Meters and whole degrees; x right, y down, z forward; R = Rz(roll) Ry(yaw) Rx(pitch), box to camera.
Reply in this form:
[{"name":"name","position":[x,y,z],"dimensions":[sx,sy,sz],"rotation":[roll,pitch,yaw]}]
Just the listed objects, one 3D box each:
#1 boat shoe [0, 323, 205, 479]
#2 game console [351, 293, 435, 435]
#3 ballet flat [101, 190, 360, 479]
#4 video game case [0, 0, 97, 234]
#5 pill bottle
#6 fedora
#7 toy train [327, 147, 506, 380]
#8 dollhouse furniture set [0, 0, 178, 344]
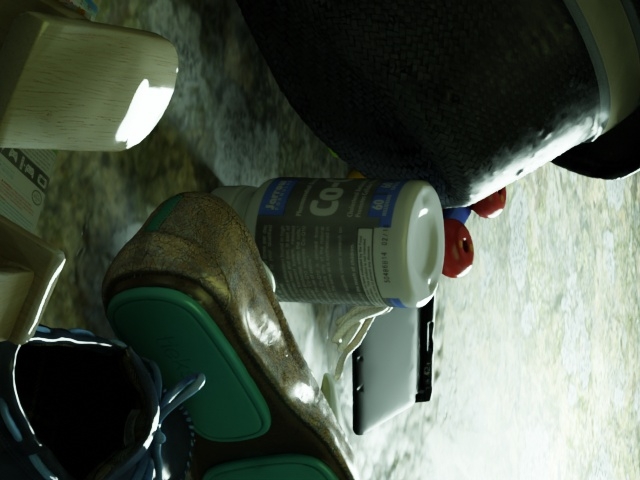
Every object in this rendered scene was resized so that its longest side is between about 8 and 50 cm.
[{"name":"boat shoe","position":[-0.118,0.096,0.830],"dimensions":[0.258,0.089,0.109],"rotation":[24,69,-65]},{"name":"game console","position":[0.049,0.067,1.295],"dimensions":[0.107,0.071,0.122],"rotation":[-108,-165,-56]},{"name":"ballet flat","position":[-0.033,0.095,1.018],"dimensions":[0.106,0.108,0.316],"rotation":[-76,156,-44]},{"name":"video game case","position":[-0.159,-0.074,0.822],"dimensions":[0.119,0.015,0.166],"rotation":[51,46,-56]},{"name":"pill bottle","position":[0.000,0.000,1.041],"dimensions":[0.078,0.137,0.078],"rotation":[2,90,-68]},{"name":"fedora","position":[0.056,-0.140,1.056],"dimensions":[0.152,0.334,0.334],"rotation":[-41,136,-19]},{"name":"toy train","position":[0.037,-0.031,1.185],"dimensions":[0.248,0.105,0.143],"rotation":[-54,129,-53]},{"name":"dollhouse furniture set","position":[-0.147,-0.086,0.619],"dimensions":[0.161,0.212,0.242],"rotation":[-4,121,-65]}]
